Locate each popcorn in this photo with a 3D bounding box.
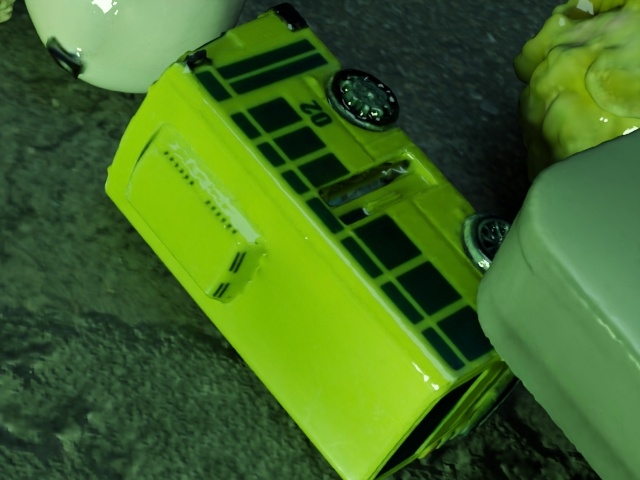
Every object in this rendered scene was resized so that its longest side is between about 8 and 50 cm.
[{"bbox_3d":[0.239,-0.098,1.130,0.259,0.259,0.212,-9,25,-37],"label":"popcorn"}]

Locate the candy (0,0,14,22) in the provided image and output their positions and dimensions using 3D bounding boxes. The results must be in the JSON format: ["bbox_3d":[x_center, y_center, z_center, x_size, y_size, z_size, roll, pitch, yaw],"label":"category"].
[{"bbox_3d":[-0.238,-0.176,1.030,0.095,0.085,0.110,-8,66,-26],"label":"candy"}]

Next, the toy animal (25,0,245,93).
[{"bbox_3d":[-0.108,-0.179,1.061,0.166,0.138,0.179,1,43,-9],"label":"toy animal"}]

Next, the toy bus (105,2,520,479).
[{"bbox_3d":[0.000,0.000,0.964,0.150,0.128,0.262,-26,68,-44],"label":"toy bus"}]

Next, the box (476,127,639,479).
[{"bbox_3d":[0.335,0.079,0.888,0.396,0.111,0.396,-21,60,-31],"label":"box"}]
